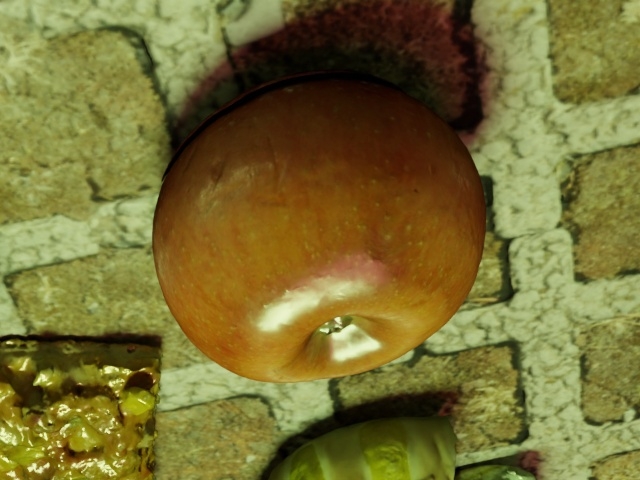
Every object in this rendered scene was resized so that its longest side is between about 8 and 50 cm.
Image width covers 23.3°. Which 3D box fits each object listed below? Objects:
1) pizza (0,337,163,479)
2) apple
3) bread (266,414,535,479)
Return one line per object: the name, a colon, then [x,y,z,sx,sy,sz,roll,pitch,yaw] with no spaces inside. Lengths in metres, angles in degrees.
pizza: [-0.284,0.203,1.512,0.258,0.087,0.268,0,140,-7]
apple: [0.000,0.000,1.244,0.272,0.206,0.251,-15,141,4]
bread: [0.078,0.326,1.656,0.333,0.160,0.333,-4,139,-4]
